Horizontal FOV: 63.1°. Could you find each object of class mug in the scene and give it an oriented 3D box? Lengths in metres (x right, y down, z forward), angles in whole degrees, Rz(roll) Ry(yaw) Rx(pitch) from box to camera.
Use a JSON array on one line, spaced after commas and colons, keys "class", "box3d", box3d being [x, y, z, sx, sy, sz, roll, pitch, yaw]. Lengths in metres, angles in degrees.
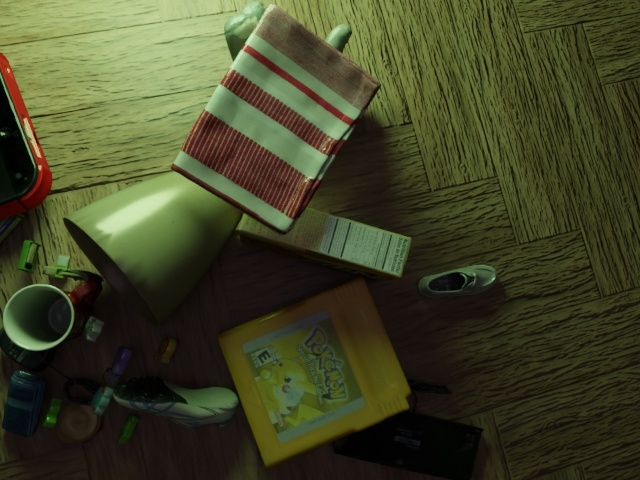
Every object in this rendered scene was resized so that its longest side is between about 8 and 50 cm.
[{"class": "mug", "box3d": [-0.470, 0.138, 0.965, 0.151, 0.169, 0.113, -10, 84, -10]}]

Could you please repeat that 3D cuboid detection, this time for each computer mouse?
[{"class": "computer mouse", "box3d": [-0.515, 0.242, 1.012, 0.242, 0.041, 0.071, 39, 80, -3]}]

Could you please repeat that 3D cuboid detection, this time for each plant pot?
[{"class": "plant pot", "box3d": [-0.286, -0.022, 0.995, 0.256, 0.256, 0.274, 47, 64, 0]}]

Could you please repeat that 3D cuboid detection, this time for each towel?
[{"class": "towel", "box3d": [-0.559, 0.308, 0.982, 0.067, 0.029, 0.119, 17, 101, 1]}, {"class": "towel", "box3d": [-0.072, -0.202, 0.902, 0.237, 0.037, 0.328, 32, 90, -13]}]

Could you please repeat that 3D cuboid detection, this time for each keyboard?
[{"class": "keyboard", "box3d": [0.190, 0.380, 1.102, 0.318, 0.033, 0.201, 15, 86, -7]}]

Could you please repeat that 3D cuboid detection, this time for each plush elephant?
[{"class": "plush elephant", "box3d": [-0.025, -0.321, 1.050, 0.256, 0.271, 0.329, -7, 113, 4]}]

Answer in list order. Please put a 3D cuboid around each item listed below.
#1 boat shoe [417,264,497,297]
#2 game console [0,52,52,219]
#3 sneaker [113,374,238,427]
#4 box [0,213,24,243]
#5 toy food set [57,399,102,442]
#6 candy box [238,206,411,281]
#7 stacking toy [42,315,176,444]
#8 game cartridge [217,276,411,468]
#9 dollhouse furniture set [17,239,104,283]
[{"class": "boat shoe", "box3d": [0.307, 0.087, 1.139, 0.184, 0.063, 0.066, -2, 83, -8]}, {"class": "game console", "box3d": [-0.740, -0.191, 1.003, 0.342, 0.060, 0.386, -24, 79, -11]}, {"class": "sneaker", "box3d": [-0.274, 0.316, 0.991, 0.238, 0.085, 0.086, 17, 103, -25]}, {"class": "box", "box3d": [-0.722, -0.064, 1.022, 0.225, 0.036, 0.136, 37, 79, -2]}, {"class": "toy food set", "box3d": [-0.467, 0.351, 1.014, 0.083, 0.020, 0.083, 0, 82, -9]}, {"class": "candy box", "box3d": [0.000, 0.000, 1.045, 0.317, 0.183, 0.087, 16, 82, -6]}, {"class": "stacking toy", "box3d": [-0.393, 0.265, 0.983, 0.167, 0.052, 0.221, 29, 78, -33]}, {"class": "game cartridge", "box3d": [-0.009, 0.261, 1.054, 0.324, 0.052, 0.285, -22, 83, -3]}, {"class": "dollhouse furniture set", "box3d": [-0.500, 0.044, 1.017, 0.152, 0.076, 0.058, 9, 78, 1]}]
